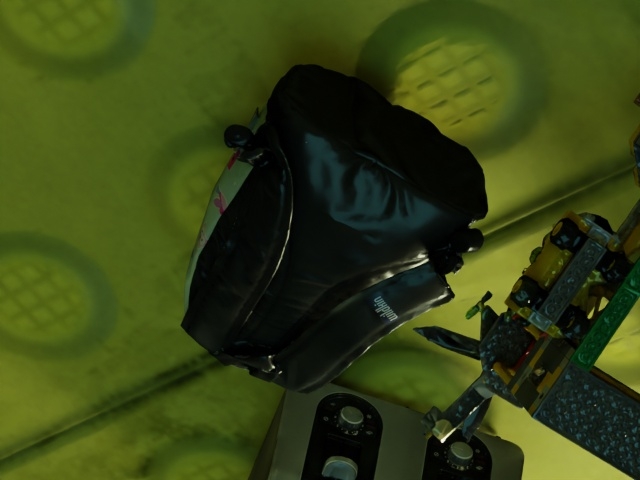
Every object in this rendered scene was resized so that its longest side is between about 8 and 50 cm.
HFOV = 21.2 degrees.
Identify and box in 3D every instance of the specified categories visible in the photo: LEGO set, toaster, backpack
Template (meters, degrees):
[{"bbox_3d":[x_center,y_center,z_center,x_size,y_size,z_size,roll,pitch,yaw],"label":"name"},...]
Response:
[{"bbox_3d":[0.238,0.059,0.981,0.331,0.192,0.255,24,98,-13],"label":"LEGO set"},{"bbox_3d":[0.024,0.199,1.129,0.168,0.110,0.185,19,128,-4],"label":"toaster"},{"bbox_3d":[0.000,0.000,0.979,0.152,0.115,0.182,33,127,-1],"label":"backpack"}]
